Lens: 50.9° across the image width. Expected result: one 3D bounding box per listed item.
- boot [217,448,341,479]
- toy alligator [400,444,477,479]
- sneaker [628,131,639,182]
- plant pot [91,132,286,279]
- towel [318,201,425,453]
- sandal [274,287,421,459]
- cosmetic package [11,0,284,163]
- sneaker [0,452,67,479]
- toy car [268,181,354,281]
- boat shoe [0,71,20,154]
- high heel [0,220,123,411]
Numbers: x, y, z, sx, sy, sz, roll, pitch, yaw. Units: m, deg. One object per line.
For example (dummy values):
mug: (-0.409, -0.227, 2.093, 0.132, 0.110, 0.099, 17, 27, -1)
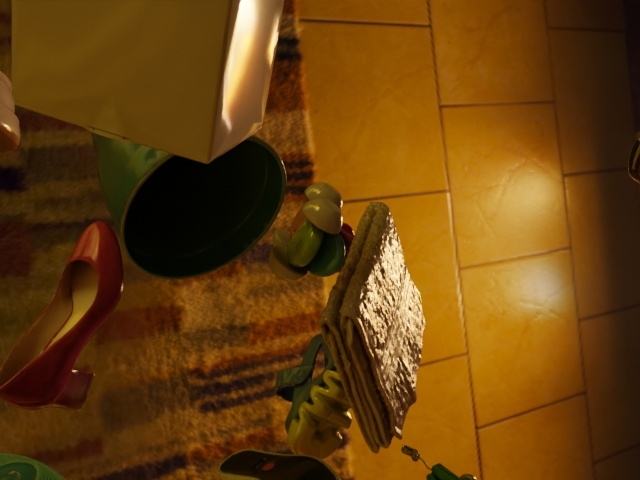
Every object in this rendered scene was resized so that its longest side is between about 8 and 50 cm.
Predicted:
boot: (-0.031, 0.393, 0.935, 0.088, 0.244, 0.176, -29, 103, -38)
toy alligator: (0.185, 0.350, 0.931, 0.056, 0.189, 0.051, 3, 103, -50)
sneaker: (0.421, -0.133, 0.712, 0.083, 0.098, 0.224, -15, 140, -35)
plant pot: (-0.234, -0.121, 1.079, 0.271, 0.255, 0.271, -25, 142, -21)
towel: (0.073, 0.088, 0.790, 0.282, 0.049, 0.187, -65, 141, -58)
sandal: (0.032, 0.178, 1.055, 0.317, 0.138, 0.126, -50, 130, -6)
cosmetic package: (-0.141, -0.286, 0.602, 0.217, 0.156, 0.385, 19, 119, 8)
sneaker: (-0.232, 0.329, 0.591, 0.127, 0.319, 0.208, -34, 133, -51)
toy car: (0.000, 0.000, 1.186, 0.136, 0.182, 0.159, 33, 110, -12)
boat shoe: (-0.277, -0.108, 0.324, 0.277, 0.098, 0.096, 12, 75, -1)
high heel: (-0.310, 0.077, 0.795, 0.117, 0.082, 0.244, 41, 55, -57)
